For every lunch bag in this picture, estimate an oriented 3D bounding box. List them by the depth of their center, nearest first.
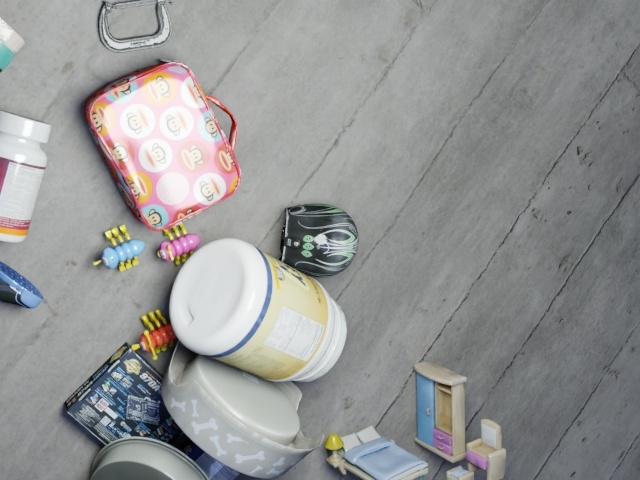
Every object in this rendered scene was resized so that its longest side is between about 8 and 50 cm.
[{"bbox_3d":[-0.284,-0.191,1.620,0.258,0.120,0.293,-28,110,-15],"label":"lunch bag"}]

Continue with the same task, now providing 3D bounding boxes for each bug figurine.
[{"bbox_3d":[-0.313,0.087,1.682,0.216,0.072,0.279,-28,110,-23],"label":"bug figurine"}]

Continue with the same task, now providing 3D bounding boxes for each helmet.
[{"bbox_3d":[0.000,0.000,1.764,0.161,0.169,0.170,6,99,-6],"label":"helmet"}]

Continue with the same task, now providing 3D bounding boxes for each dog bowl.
[{"bbox_3d":[-0.161,0.326,1.670,0.348,0.349,0.102,32,101,-25],"label":"dog bowl"}]

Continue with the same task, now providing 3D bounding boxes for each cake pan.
[{"bbox_3d":[-0.341,0.529,1.688,0.293,0.054,0.293,7,114,16],"label":"cake pan"}]

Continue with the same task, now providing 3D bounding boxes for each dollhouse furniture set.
[{"bbox_3d":[0.197,0.425,1.855,0.303,0.286,0.198,-12,105,-32],"label":"dollhouse furniture set"}]

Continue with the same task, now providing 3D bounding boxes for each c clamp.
[{"bbox_3d":[-0.347,-0.429,1.602,0.160,0.022,0.137,-20,113,-19],"label":"c clamp"}]

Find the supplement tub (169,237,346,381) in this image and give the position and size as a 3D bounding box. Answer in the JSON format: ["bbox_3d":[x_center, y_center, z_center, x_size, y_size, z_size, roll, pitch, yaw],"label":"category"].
[{"bbox_3d":[-0.114,0.148,1.662,0.316,0.228,0.228,31,88,-47],"label":"supplement tub"}]

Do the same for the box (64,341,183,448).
[{"bbox_3d":[-0.381,0.344,1.730,0.175,0.051,0.220,-46,113,-8],"label":"box"}]

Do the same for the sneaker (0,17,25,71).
[{"bbox_3d":[-0.659,-0.394,1.430,0.302,0.108,0.121,41,80,-25],"label":"sneaker"}]

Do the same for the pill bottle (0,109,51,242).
[{"bbox_3d":[-0.564,-0.116,1.520,0.121,0.121,0.221,15,95,-24],"label":"pill bottle"}]

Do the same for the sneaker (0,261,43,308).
[{"bbox_3d":[-0.632,0.075,1.560,0.232,0.081,0.090,35,91,-18],"label":"sneaker"}]

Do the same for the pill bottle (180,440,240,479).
[{"bbox_3d":[-0.229,0.465,1.779,0.219,0.123,0.123,-42,113,-10],"label":"pill bottle"}]
